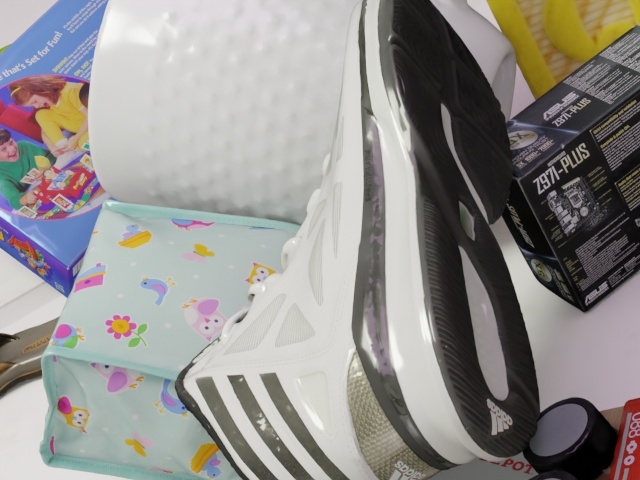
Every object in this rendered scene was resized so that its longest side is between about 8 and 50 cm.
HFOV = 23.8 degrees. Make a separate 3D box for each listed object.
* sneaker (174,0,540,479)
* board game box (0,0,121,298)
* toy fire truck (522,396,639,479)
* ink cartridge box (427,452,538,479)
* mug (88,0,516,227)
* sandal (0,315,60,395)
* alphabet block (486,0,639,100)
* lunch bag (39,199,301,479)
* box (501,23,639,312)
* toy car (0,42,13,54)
[{"bbox_3d":[-0.001,0.000,1.105,0.257,0.169,0.448,-27,41,26],"label":"sneaker"},{"bbox_3d":[-0.255,-0.135,1.690,0.233,0.078,0.347,35,63,11],"label":"board game box"},{"bbox_3d":[0.247,0.193,0.889,0.246,0.158,0.217,-21,31,37],"label":"toy fire truck"},{"bbox_3d":[0.088,0.218,1.034,0.127,0.072,0.175,10,50,48],"label":"ink cartridge box"},{"bbox_3d":[0.006,-0.175,1.359,0.328,0.374,0.276,15,19,14],"label":"mug"},{"bbox_3d":[-0.339,0.124,1.545,0.219,0.060,0.090,-26,32,9],"label":"sandal"},{"bbox_3d":[0.267,-0.262,1.439,0.193,0.192,0.197,-20,32,22],"label":"alphabet block"},{"bbox_3d":[-0.080,0.094,1.267,0.262,0.160,0.223,10,38,0],"label":"lunch bag"},{"bbox_3d":[0.234,-0.058,1.221,0.180,0.147,0.077,-38,32,-8],"label":"box"},{"bbox_3d":[-0.284,-0.164,1.826,0.188,0.155,0.149,-16,34,7],"label":"toy car"}]
